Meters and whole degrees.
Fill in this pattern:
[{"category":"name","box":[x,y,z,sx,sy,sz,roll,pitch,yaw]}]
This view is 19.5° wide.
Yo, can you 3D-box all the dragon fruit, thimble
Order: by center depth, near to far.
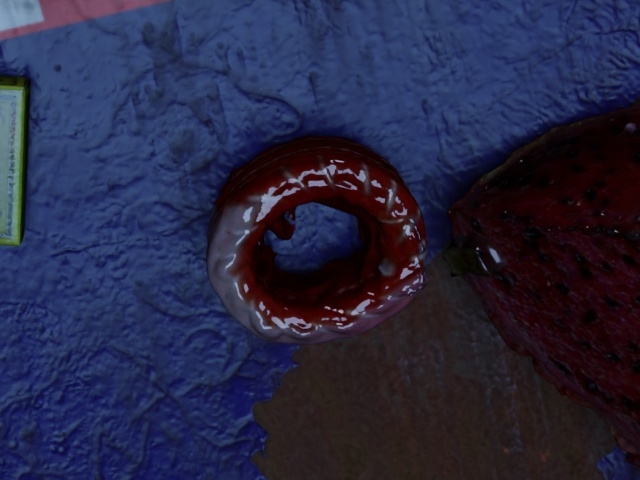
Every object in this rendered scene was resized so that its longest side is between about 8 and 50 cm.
[{"category":"dragon fruit","box":[0.266,0.061,1.601,0.302,0.240,0.330,-11,99,16]},{"category":"thimble","box":[-0.007,-0.002,1.610,0.189,0.125,0.163,-13,106,-2]}]

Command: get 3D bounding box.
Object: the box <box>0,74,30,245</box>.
[{"category":"box","box":[-0.359,-0.073,1.585,0.220,0.064,0.141,2,104,-5]}]
